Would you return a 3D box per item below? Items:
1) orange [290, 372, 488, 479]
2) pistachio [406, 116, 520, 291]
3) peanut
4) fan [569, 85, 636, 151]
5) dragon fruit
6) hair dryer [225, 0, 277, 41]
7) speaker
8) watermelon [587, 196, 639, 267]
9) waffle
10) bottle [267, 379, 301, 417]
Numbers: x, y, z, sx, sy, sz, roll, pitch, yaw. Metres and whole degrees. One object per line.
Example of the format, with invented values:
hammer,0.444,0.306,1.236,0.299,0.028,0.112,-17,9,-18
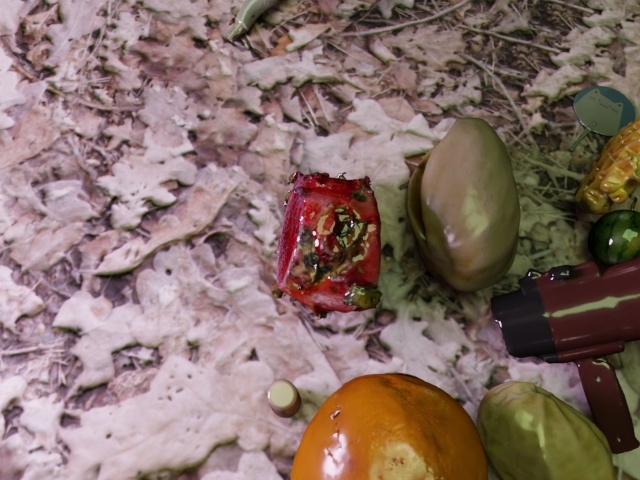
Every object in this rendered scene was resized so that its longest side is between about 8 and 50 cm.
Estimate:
orange,0.085,0.279,0.628,0.240,0.240,0.239,0,67,0
pistachio,0.232,-0.058,0.819,0.197,0.166,0.287,23,62,-15
peanut,0.320,0.315,0.668,0.147,0.147,0.305,-29,73,-11
fan,0.502,-0.218,0.967,0.113,0.005,0.175,40,71,15
dragon fruit,0.000,0.000,0.781,0.147,0.211,0.282,-1,40,-7
hair dryer,-0.117,-0.577,1.090,0.298,0.119,0.295,-31,63,1
speaker,0.435,0.124,0.743,0.330,0.259,0.198,-23,22,20
watermelon,0.473,-0.003,0.826,0.109,0.109,0.108,0,67,0
waffle,0.483,-0.121,0.845,0.055,0.160,0.211,39,76,6
bottle,-0.050,0.219,0.732,0.045,0.096,0.045,0,68,0
